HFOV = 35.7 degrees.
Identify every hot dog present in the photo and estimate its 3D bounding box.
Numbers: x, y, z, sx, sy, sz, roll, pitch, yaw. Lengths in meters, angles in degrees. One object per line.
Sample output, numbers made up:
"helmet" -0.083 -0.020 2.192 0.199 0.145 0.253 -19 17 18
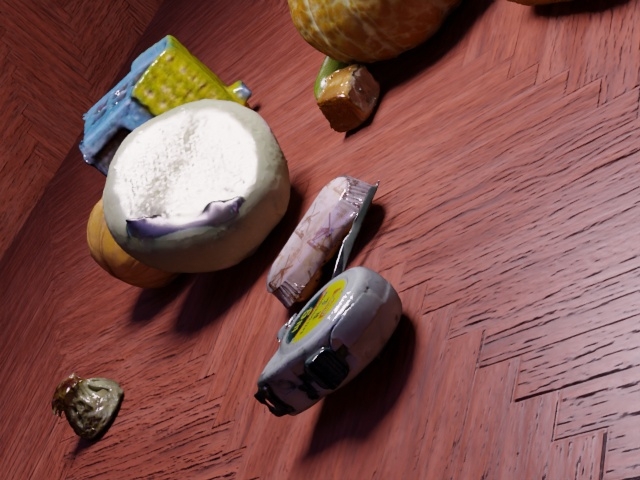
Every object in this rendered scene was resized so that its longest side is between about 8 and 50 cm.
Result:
"hot dog" 0.000 0.000 1.272 0.191 0.059 0.108 -54 20 0

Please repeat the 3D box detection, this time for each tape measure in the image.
"tape measure" 0.051 0.047 1.100 0.164 0.084 0.330 -26 23 46

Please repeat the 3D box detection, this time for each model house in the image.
"model house" -0.294 -0.237 1.961 0.303 0.237 0.215 -44 25 10

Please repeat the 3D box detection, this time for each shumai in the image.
"shumai" -0.371 0.248 1.546 0.099 0.087 0.124 -55 21 -7

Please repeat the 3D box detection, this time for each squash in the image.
"squash" 0.046 -0.310 1.646 0.066 0.066 0.252 -28 32 43

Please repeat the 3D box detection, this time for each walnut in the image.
"walnut" -0.289 -0.026 1.698 0.195 0.195 0.221 -16 33 54

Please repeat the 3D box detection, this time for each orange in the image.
"orange" 0.087 -0.421 1.501 0.329 0.249 0.329 -37 22 18

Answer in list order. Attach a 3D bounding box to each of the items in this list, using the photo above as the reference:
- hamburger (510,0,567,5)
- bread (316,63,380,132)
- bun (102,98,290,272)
"hamburger" 0.316 -0.426 1.199 0.319 0.158 0.318 -41 25 24
"bread" 0.046 -0.213 1.497 0.070 0.076 0.083 -11 44 41
"bun" -0.177 -0.065 1.527 0.293 0.187 0.293 -7 59 11
